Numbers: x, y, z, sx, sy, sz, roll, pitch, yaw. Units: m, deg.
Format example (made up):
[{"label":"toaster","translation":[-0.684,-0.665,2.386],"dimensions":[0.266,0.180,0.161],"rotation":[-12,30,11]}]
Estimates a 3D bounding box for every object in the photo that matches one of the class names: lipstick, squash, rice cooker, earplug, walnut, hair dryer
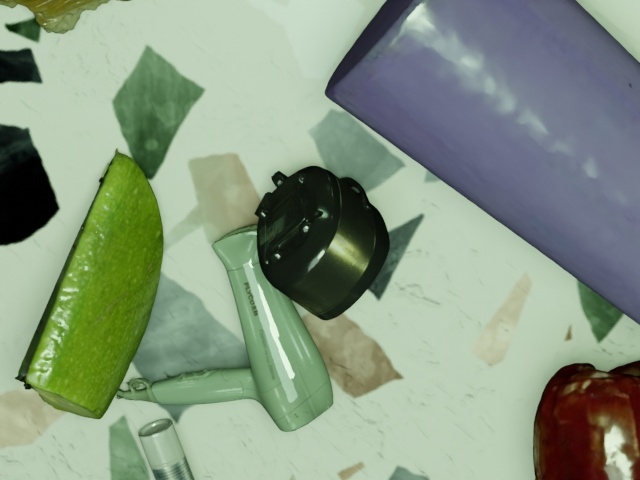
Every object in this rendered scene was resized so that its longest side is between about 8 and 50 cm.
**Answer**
[{"label":"lipstick","translation":[-0.150,0.258,1.888],"dimensions":[0.040,0.040,0.141],"rotation":[-15,105,15]},{"label":"squash","translation":[-0.214,0.051,1.838],"dimensions":[0.093,0.169,0.252],"rotation":[21,77,3]},{"label":"rice cooker","translation":[0.000,0.000,1.706],"dimensions":[0.106,0.165,0.112],"rotation":[33,113,-32]},{"label":"earplug","translation":[0.237,-0.075,1.626],"dimensions":[0.456,0.215,0.215],"rotation":[39,111,-8]},{"label":"walnut","translation":[0.303,0.238,1.727],"dimensions":[0.222,0.244,0.269],"rotation":[-16,89,-20]},{"label":"hair dryer","translation":[-0.120,0.110,1.831],"dimensions":[0.237,0.075,0.206],"rotation":[-19,98,24]}]

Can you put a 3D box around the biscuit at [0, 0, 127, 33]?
[{"label":"biscuit","translation":[-0.302,-0.277,1.736],"dimensions":[0.228,0.031,0.176],"rotation":[-11,105,13]}]
